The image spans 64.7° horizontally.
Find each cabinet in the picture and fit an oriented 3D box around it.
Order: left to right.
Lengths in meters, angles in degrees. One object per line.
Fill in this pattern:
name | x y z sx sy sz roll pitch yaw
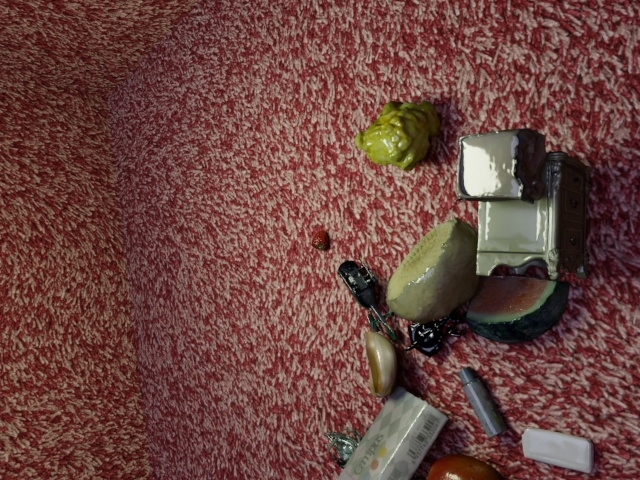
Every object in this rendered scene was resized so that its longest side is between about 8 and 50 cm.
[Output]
cabinet | 0.590 -0.055 1.383 0.227 0.290 0.318 0 87 41

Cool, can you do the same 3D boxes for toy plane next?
toy plane | 0.165 0.201 1.838 0.106 0.155 0.381 -30 62 -12

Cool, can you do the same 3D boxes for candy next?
candy | 0.440 -0.174 1.239 0.195 0.137 0.185 1 88 43

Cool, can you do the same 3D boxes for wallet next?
wallet | 0.668 0.590 1.430 0.190 0.033 0.095 1 85 41

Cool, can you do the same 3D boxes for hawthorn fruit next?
hawthorn fruit | 0.397 0.755 1.506 0.300 0.254 0.254 17 98 32

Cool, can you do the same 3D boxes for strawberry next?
strawberry | 0.000 0.000 2.042 0.073 0.073 0.083 -17 51 39

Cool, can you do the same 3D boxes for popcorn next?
popcorn | 0.261 -0.362 1.738 0.250 0.242 0.235 8 117 49

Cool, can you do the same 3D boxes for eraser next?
eraser | 0.224 0.686 1.637 0.397 0.082 0.213 -54 22 -11

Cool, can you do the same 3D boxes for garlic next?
garlic | 0.219 0.424 1.758 0.110 0.217 0.228 -9 71 -5

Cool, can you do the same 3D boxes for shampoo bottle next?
shampoo bottle | 0.497 0.497 1.565 0.072 0.072 0.214 -41 62 31

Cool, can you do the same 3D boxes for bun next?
bun | 0.371 0.108 1.558 0.202 0.364 0.364 37 115 -2

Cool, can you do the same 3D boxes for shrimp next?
shrimp | 0.158 0.791 1.786 0.410 0.166 0.221 29 78 25

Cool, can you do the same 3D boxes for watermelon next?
watermelon | 0.562 0.181 1.494 0.318 0.148 0.226 -39 55 30

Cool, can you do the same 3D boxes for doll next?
doll | 0.385 0.296 1.675 0.248 0.088 0.127 -46 38 18
